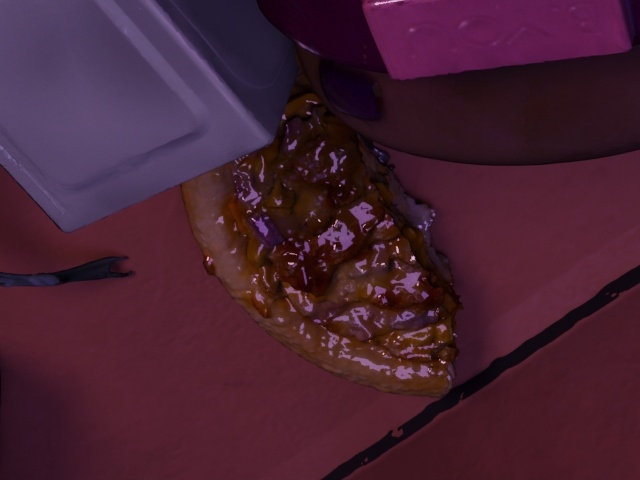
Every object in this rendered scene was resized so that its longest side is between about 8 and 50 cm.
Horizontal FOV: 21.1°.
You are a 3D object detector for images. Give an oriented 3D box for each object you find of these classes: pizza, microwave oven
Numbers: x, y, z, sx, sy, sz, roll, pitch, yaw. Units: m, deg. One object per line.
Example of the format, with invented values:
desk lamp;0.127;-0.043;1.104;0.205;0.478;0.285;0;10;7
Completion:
pizza;0.002;0.001;0.922;0.127;0.058;0.246;-23;121;1
microwave oven;-0.083;-0.131;0.740;0.122;0.208;0.162;-21;123;31

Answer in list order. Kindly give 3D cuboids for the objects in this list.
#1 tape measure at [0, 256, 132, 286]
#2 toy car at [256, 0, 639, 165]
tape measure;-0.170;-0.077;0.811;0.330;0.084;0.164;37;93;-36
toy car;0.098;-0.156;0.709;0.271;0.340;0.240;-4;139;19
